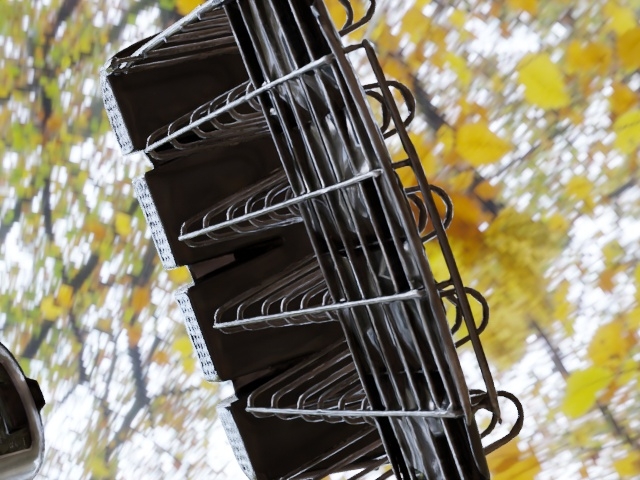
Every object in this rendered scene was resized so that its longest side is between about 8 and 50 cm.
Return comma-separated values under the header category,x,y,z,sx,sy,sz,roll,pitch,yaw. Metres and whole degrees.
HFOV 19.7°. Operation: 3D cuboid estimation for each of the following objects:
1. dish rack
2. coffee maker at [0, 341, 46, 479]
category,x,y,z,sx,sy,sz,roll,pitch,yaw
dish rack,0.000,0.000,0.660,0.074,0.271,0.208,-22,-87,-19
coffee maker,-0.231,0.102,0.803,0.171,0.178,0.120,3,-83,15
